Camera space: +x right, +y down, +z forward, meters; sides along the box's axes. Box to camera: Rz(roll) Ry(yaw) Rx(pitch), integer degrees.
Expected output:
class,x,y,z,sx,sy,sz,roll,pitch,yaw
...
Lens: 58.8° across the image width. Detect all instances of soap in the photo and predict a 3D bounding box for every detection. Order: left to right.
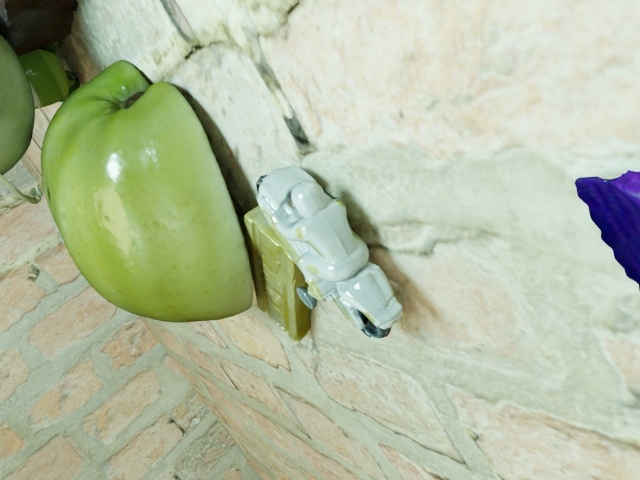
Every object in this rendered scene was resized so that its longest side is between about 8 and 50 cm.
class,x,y,z,sx,sy,sz,roll,pitch,yaw
soap,-0.055,0.057,0.788,0.092,0.037,0.252,41,154,23

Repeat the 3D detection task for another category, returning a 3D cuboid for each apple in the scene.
class,x,y,z,sx,sy,sz,roll,pitch,yaw
apple,-0.242,-0.067,0.821,0.319,0.312,0.361,0,133,7

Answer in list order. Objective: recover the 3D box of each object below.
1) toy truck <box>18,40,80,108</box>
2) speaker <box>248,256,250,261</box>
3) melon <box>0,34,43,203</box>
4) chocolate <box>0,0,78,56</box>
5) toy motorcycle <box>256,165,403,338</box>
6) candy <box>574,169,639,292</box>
class,x,y,z,sx,sy,sz,roll,pitch,yaw
toy truck,-0.524,-0.293,0.926,0.187,0.210,0.148,57,163,25
speaker,-0.176,0.031,0.955,0.046,0.040,0.191,57,155,-11
melon,-0.510,-0.188,0.715,0.307,0.272,0.272,23,144,33
chocolate,-0.376,-0.335,0.702,0.112,0.112,0.321,54,156,-13
toy motorcycle,0.000,0.000,0.573,0.229,0.074,0.151,52,163,20
candy,0.235,0.011,0.196,0.145,0.070,0.275,49,155,-18
